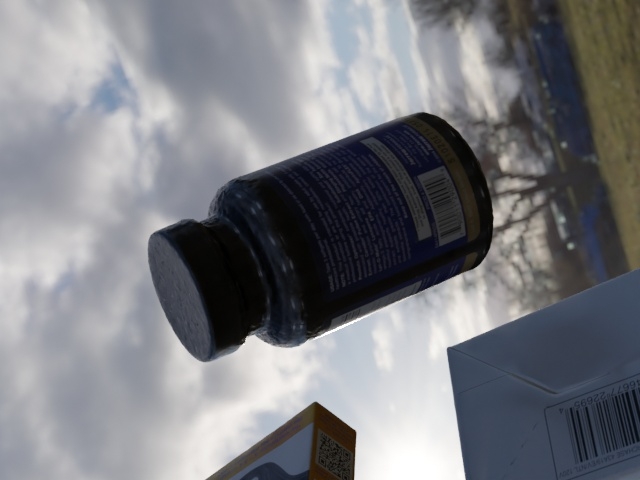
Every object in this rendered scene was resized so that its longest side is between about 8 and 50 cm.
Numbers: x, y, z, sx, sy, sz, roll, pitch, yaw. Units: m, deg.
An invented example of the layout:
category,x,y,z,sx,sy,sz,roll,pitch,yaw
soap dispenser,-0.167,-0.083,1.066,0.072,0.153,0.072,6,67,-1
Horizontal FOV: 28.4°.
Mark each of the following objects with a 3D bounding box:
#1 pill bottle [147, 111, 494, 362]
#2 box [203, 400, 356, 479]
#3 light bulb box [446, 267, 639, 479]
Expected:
category,x,y,z,sx,sy,sz,roll,pitch,yaw
pill bottle,0.000,0.000,0.867,0.123,0.219,0.122,46,147,41
box,-0.025,0.131,0.472,0.028,0.081,0.136,41,-152,-21
light bulb box,0.381,0.217,1.326,0.361,0.358,0.225,42,-148,-40
